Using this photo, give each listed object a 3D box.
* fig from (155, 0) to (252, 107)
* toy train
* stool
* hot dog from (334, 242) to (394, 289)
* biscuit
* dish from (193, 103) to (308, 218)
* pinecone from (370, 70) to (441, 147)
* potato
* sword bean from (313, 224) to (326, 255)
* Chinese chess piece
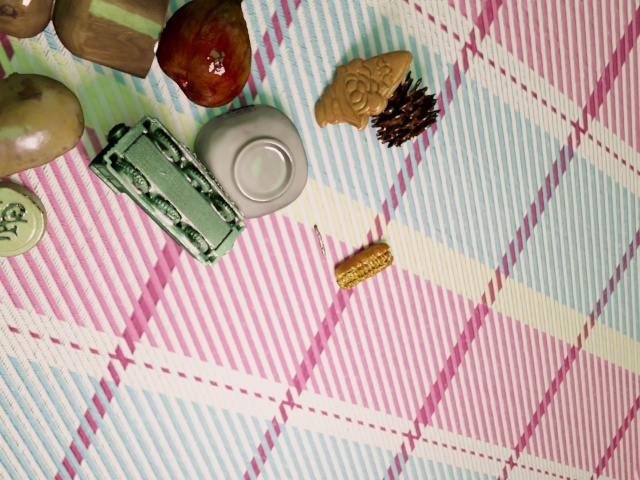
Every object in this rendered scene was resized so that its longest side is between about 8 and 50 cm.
[{"bbox_3d":[-0.209,-0.405,1.108,0.190,0.190,0.291,15,65,-27],"label":"fig"},{"bbox_3d":[-0.300,-0.095,1.133,0.139,0.178,0.330,-53,125,-22],"label":"toy train"},{"bbox_3d":[-0.407,-0.403,0.981,0.264,0.179,0.179,12,102,-27],"label":"stool"},{"bbox_3d":[0.106,0.064,1.432,0.165,0.045,0.071,-29,118,-13],"label":"hot dog"},{"bbox_3d":[0.089,-0.326,1.237,0.250,0.163,0.035,-33,161,17],"label":"biscuit"},{"bbox_3d":[-0.134,-0.158,1.215,0.256,0.117,0.257,-8,111,-21],"label":"dish"},{"bbox_3d":[0.177,-0.303,1.287,0.162,0.163,0.165,-32,103,-11],"label":"pinecone"},{"bbox_3d":[-0.544,-0.190,1.004,0.262,0.165,0.165,-34,117,-17],"label":"potato"},{"bbox_3d":[0.000,0.000,1.385,0.012,0.012,0.083,-24,114,-14],"label":"sword bean"},{"bbox_3d":[-0.595,-0.039,1.088,0.144,0.058,0.144,-7,109,-22],"label":"Chinese chess piece"}]
